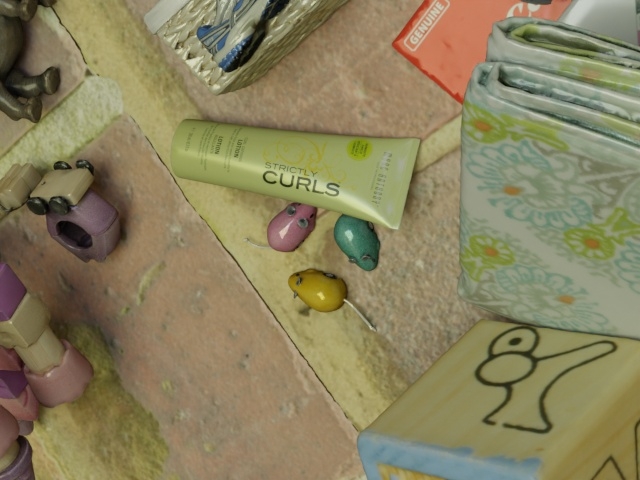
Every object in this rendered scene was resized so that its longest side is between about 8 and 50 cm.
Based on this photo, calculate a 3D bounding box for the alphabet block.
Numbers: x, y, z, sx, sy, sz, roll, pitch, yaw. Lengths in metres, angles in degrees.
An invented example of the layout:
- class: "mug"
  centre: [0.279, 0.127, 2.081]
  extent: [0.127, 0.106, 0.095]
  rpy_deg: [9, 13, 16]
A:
- class: "alphabet block"
  centre: [0.178, 0.204, 1.088]
  extent: [0.192, 0.197, 0.193]
  rpy_deg: [8, 123, 42]

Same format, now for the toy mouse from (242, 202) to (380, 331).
- class: "toy mouse"
  centre: [0.000, 0.000, 1.250]
  extent: [0.161, 0.031, 0.143]
  rpy_deg: [23, 109, 15]

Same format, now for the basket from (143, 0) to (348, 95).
- class: "basket"
  centre: [-0.060, -0.224, 1.179]
  extent: [0.167, 0.113, 0.103]
  rpy_deg: [-39, 88, 24]

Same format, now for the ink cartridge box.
- class: "ink cartridge box"
  centre: [0.221, -0.197, 1.104]
  extent: [0.239, 0.060, 0.275]
  rpy_deg: [41, 113, 7]

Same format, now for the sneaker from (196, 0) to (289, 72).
- class: "sneaker"
  centre: [-0.064, -0.213, 1.097]
  extent: [0.058, 0.052, 0.135]
  rpy_deg: [42, 113, 6]

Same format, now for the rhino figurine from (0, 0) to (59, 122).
- class: "rhino figurine"
  centre: [-0.333, -0.246, 1.305]
  extent: [0.106, 0.073, 0.243]
  rpy_deg: [5, 102, 18]

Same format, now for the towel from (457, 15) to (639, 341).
- class: "towel"
  centre: [0.269, -0.005, 1.002]
  extent: [0.320, 0.090, 0.374]
  rpy_deg: [22, 154, 17]

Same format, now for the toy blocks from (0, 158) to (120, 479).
- class: "toy blocks"
  centre: [-0.353, 0.116, 1.344]
  extent: [0.288, 0.309, 0.260]
  rpy_deg: [0, 135, 33]

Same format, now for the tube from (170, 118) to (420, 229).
- class: "tube"
  centre: [-0.027, -0.075, 1.229]
  extent: [0.240, 0.062, 0.070]
  rpy_deg: [11, 118, 18]

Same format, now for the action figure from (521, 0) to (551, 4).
- class: "action figure"
  centre: [0.184, -0.271, 1.008]
  extent: [0.099, 0.285, 0.185]
  rpy_deg: [-16, 116, -9]
